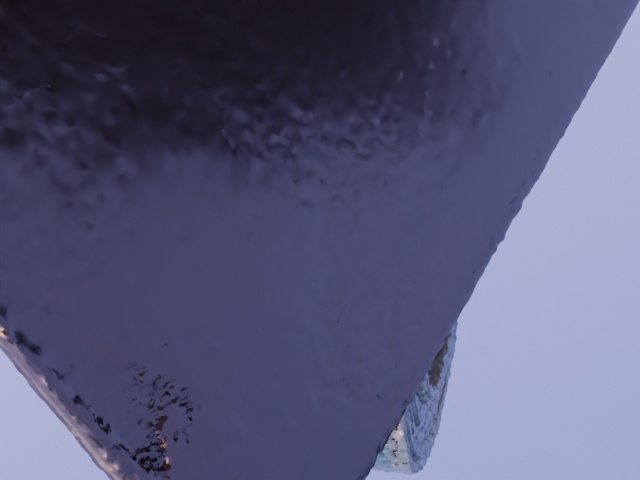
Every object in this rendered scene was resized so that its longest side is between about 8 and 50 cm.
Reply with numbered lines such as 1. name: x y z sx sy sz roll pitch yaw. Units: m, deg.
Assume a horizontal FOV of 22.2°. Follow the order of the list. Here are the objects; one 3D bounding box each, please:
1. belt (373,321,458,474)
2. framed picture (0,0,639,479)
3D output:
1. belt: 0.018 0.021 0.728 0.082 0.147 0.163 6 -148 13
2. framed picture: -0.003 -0.078 0.516 0.013 0.244 0.324 -4 -139 42
